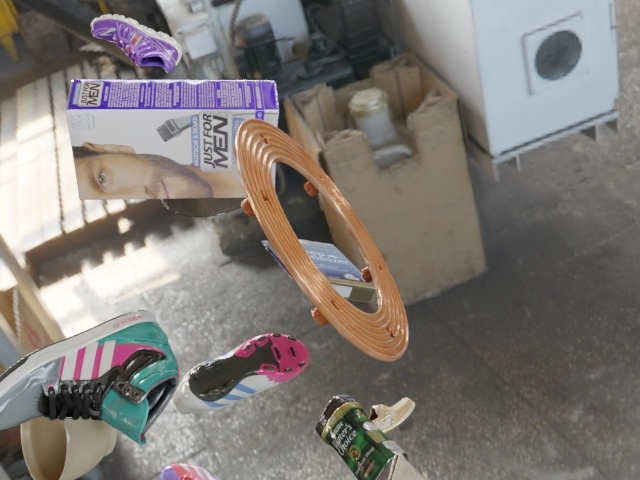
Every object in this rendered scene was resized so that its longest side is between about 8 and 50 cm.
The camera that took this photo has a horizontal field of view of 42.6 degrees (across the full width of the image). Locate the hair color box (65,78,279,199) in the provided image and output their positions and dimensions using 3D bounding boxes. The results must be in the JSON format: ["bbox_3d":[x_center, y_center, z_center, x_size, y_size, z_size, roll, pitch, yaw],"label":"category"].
[{"bbox_3d":[-0.244,-0.170,1.394,0.339,0.185,0.110,-1,41,-7],"label":"hair color box"}]

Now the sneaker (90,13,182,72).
[{"bbox_3d":[-0.338,-0.355,1.490,0.170,0.068,0.071,20,74,-4],"label":"sneaker"}]

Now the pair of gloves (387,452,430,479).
[{"bbox_3d":[0.143,0.489,1.317,0.042,0.204,0.240,-13,44,35],"label":"pair of gloves"}]

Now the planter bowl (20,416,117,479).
[{"bbox_3d":[-0.401,0.309,1.334,0.109,0.162,0.162,1,16,-45],"label":"planter bowl"}]

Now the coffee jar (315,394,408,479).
[{"bbox_3d":[0.071,0.372,1.517,0.079,0.096,0.184,6,27,-45],"label":"coffee jar"}]

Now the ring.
[{"bbox_3d":[0.000,0.000,0.990,0.032,0.336,0.336,-34,31,17],"label":"ring"}]

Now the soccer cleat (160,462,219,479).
[{"bbox_3d":[-0.265,0.584,1.904,0.248,0.095,0.083,23,81,12],"label":"soccer cleat"}]

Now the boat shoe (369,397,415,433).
[{"bbox_3d":[0.126,0.374,1.728,0.170,0.059,0.063,-32,-1,-28],"label":"boat shoe"}]

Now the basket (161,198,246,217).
[{"bbox_3d":[-0.232,-0.179,1.598,0.204,0.227,0.154,-9,48,-3],"label":"basket"}]

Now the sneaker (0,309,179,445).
[{"bbox_3d":[-0.327,0.235,1.199,0.295,0.124,0.178,-27,58,-31],"label":"sneaker"}]

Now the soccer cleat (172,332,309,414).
[{"bbox_3d":[-0.177,0.292,1.800,0.331,0.143,0.116,-12,67,-42],"label":"soccer cleat"}]

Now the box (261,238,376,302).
[{"bbox_3d":[-0.009,0.041,1.489,0.136,0.036,0.225,10,18,-30],"label":"box"}]
